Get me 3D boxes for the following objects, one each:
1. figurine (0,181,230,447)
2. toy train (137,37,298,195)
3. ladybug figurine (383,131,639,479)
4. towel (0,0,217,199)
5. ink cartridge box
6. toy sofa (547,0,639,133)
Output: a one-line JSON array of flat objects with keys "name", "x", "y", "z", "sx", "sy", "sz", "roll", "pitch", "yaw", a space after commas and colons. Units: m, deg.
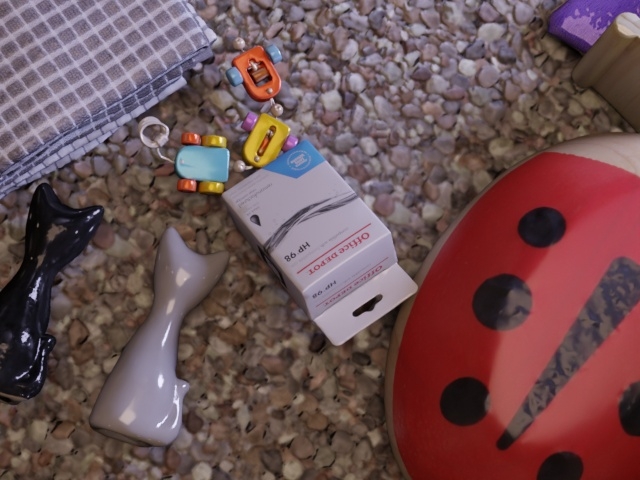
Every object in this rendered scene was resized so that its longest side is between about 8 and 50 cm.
[{"name": "figurine", "x": -0.208, "y": 0.069, "z": 1.147, "sx": 0.215, "sy": 0.092, "sz": 0.209, "roll": 19, "pitch": 74, "yaw": -2}, {"name": "toy train", "x": -0.095, "y": -0.117, "z": 1.206, "sx": 0.166, "sy": 0.046, "sz": 0.125, "roll": -36, "pitch": 92, "yaw": -13}, {"name": "ladybug figurine", "x": 0.240, "y": 0.083, "z": 1.139, "sx": 0.305, "sy": 0.162, "sz": 0.449, "roll": 35, "pitch": 78, "yaw": 2}, {"name": "towel", "x": -0.270, "y": -0.205, "z": 1.175, "sx": 0.284, "sy": 0.121, "sz": 0.235, "roll": -36, "pitch": 84, "yaw": -11}, {"name": "ink cartridge box", "x": 0.000, "y": 0.000, "z": 1.153, "sx": 0.104, "sy": 0.060, "sz": 0.180, "roll": -34, "pitch": 59, "yaw": -11}, {"name": "toy sofa", "x": 0.415, "y": -0.286, "z": 1.234, "sx": 0.362, "sy": 0.150, "sz": 0.177, "roll": -42, "pitch": 86, "yaw": -11}]
